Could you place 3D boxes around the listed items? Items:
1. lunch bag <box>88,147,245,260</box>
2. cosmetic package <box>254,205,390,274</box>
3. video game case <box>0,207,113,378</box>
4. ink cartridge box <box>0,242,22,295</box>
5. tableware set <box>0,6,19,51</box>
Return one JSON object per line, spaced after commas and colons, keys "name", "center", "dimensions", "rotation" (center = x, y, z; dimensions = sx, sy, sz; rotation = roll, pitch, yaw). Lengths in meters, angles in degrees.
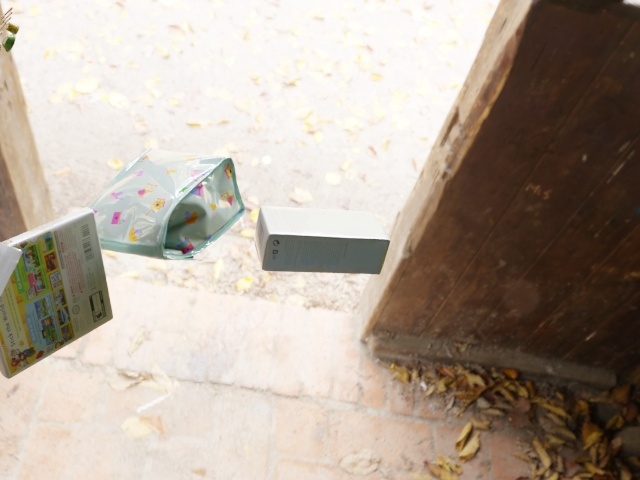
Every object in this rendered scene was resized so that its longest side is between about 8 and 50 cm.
{"name": "lunch bag", "center": [-0.307, -0.053, 1.210], "dimensions": [0.223, 0.160, 0.262], "rotation": [8, 40, 26]}
{"name": "cosmetic package", "center": [0.000, 0.000, 1.175], "dimensions": [0.230, 0.086, 0.117], "rotation": [4, 29, -17]}
{"name": "video game case", "center": [-0.444, 0.084, 1.024], "dimensions": [0.026, 0.227, 0.206], "rotation": [23, 37, 30]}
{"name": "ink cartridge box", "center": [-0.454, 0.042, 0.705], "dimensions": [0.179, 0.045, 0.146], "rotation": [25, 69, -18]}
{"name": "tableware set", "center": [-0.645, -0.389, 1.255], "dimensions": [0.024, 0.154, 0.104], "rotation": [22, 55, -48]}
